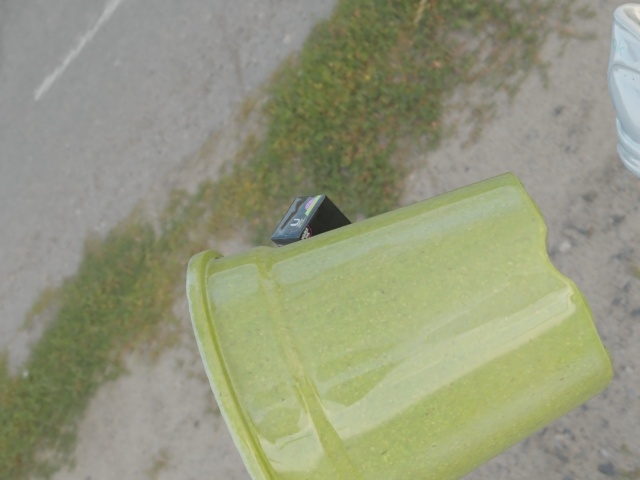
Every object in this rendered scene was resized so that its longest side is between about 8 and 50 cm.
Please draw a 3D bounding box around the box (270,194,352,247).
[{"bbox_3d":[0.000,0.000,1.171,0.052,0.083,0.062,-3,48,50],"label":"box"}]

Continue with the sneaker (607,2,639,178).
[{"bbox_3d":[0.214,-0.062,0.442,0.212,0.094,0.080,9,45,38],"label":"sneaker"}]

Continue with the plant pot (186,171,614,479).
[{"bbox_3d":[0.074,0.081,0.838,0.254,0.276,0.276,-25,44,6],"label":"plant pot"}]
